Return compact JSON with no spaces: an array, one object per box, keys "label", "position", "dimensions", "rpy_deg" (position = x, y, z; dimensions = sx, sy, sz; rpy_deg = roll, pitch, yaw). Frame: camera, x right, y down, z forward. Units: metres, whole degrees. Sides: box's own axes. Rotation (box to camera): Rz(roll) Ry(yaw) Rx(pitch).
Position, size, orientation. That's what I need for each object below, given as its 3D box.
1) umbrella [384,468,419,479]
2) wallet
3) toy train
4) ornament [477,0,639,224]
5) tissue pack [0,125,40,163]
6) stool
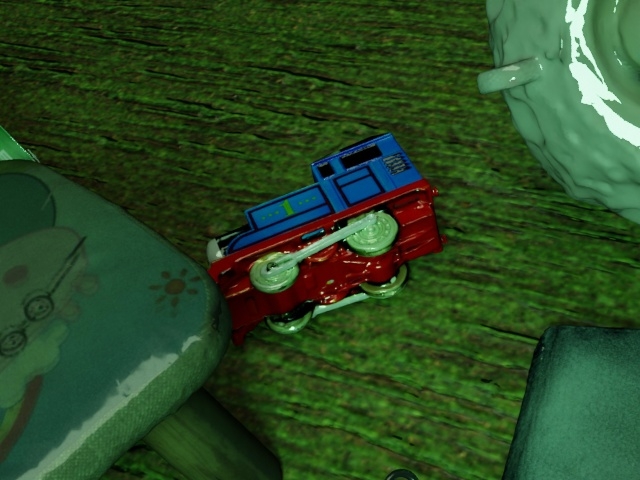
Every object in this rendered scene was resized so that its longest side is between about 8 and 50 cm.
[{"label":"umbrella","position":[-0.008,0.265,0.741],"dimensions":[0.044,0.044,0.269],"rpy_deg":[39,70,0]},{"label":"wallet","position":[0.190,0.210,0.715],"dimensions":[0.191,0.046,0.379],"rpy_deg":[6,50,24]},{"label":"toy train","position":[0.000,0.000,0.956],"dimensions":[0.204,0.082,0.131],"rpy_deg":[-22,45,-6]},{"label":"ornament","position":[0.297,-0.174,0.863],"dimensions":[0.337,0.337,0.337],"rpy_deg":[-9,45,9]},{"label":"tissue pack","position":[-0.406,-0.037,1.088],"dimensions":[0.209,0.148,0.156],"rpy_deg":[-50,12,-27]},{"label":"stool","position":[-0.221,0.137,0.794],"dimensions":[0.310,0.226,0.310],"rpy_deg":[-42,48,-21]}]
